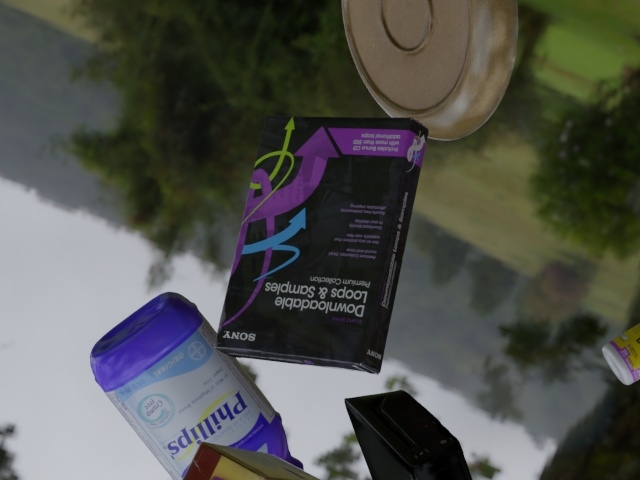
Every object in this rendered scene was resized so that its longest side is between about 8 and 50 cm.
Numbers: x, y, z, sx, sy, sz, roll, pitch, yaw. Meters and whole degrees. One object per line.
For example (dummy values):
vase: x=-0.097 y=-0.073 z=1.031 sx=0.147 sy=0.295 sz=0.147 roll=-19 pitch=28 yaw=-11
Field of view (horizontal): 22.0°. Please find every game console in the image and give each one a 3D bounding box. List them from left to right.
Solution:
game console: x=0.120 y=0.237 z=1.028 sx=0.044 sy=0.213 sz=0.361 roll=-26 pitch=-156 yaw=-12

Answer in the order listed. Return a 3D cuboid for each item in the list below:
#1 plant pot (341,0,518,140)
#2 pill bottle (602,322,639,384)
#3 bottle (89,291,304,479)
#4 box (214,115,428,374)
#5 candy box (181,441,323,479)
plant pot: x=0.084 y=-0.202 z=1.441 sx=0.032 sy=0.236 sz=0.236 roll=-14 pitch=-155 yaw=-32
pill bottle: x=0.304 y=0.094 z=1.511 sx=0.043 sy=0.083 sz=0.043 roll=58 pitch=177 yaw=5
bottle: x=-0.096 y=0.186 z=1.558 sx=0.283 sy=0.118 sz=0.092 roll=55 pitch=179 yaw=-14
box: x=0.000 y=0.000 z=1.052 sx=0.116 sy=0.162 sz=0.029 roll=3 pitch=166 yaw=34
candy box: x=-0.057 y=0.196 z=1.090 sx=0.053 sy=0.109 sz=0.187 roll=26 pitch=177 yaw=17
